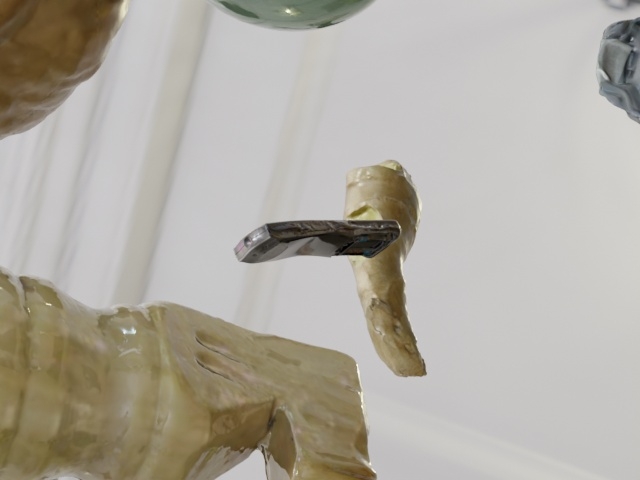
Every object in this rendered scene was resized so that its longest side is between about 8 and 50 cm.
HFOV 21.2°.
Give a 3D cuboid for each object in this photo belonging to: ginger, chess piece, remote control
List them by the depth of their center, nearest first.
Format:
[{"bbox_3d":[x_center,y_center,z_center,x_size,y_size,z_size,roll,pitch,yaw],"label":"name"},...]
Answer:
[{"bbox_3d":[-0.095,0.099,1.059,0.301,0.137,0.137,10,-80,-30],"label":"chess piece"},{"bbox_3d":[0.000,0.000,1.704,0.059,0.028,0.212,-34,-20,36],"label":"remote control"},{"bbox_3d":[0.073,0.029,1.865,0.131,0.086,0.294,67,-165,-48],"label":"ginger"}]

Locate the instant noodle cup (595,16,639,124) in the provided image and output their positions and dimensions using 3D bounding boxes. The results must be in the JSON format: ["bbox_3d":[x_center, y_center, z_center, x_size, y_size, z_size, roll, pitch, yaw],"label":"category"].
[{"bbox_3d":[0.242,-0.109,0.805,0.125,0.208,0.177,85,176,-58],"label":"instant noodle cup"}]

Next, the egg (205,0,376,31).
[{"bbox_3d":[-0.036,-0.239,1.210,0.168,0.231,0.168,-27,-44,-30],"label":"egg"}]

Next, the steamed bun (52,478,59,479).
[{"bbox_3d":[-0.428,0.343,2.014,0.206,0.275,0.320,124,134,-66],"label":"steamed bun"}]

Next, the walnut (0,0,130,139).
[{"bbox_3d":[-0.272,-0.216,1.162,0.344,0.306,0.306,-111,18,-52],"label":"walnut"}]
